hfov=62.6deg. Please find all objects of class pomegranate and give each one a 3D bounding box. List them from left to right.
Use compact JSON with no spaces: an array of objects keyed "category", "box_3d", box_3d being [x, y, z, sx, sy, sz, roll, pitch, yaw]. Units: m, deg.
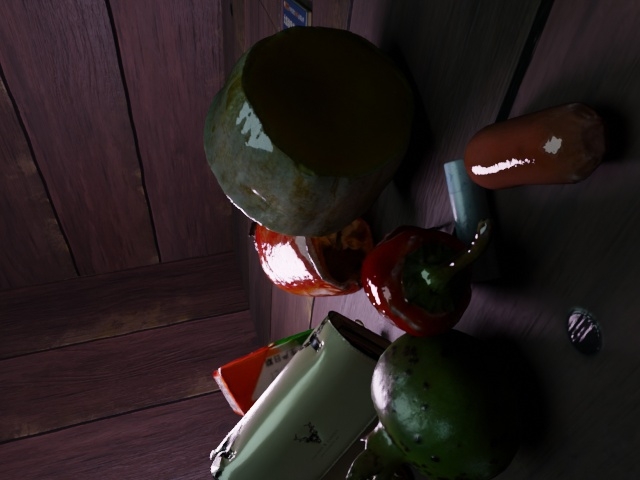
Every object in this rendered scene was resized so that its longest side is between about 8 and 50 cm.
[{"category":"pomegranate","box_3d":[0.141,0.229,0.694,0.211,0.263,0.211,55,176,6]}]

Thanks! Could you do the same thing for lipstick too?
[{"category":"lipstick","box_3d":[0.198,-0.027,0.686,0.048,0.048,0.158,169,90,-74]}]

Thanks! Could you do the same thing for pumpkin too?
[{"category":"pumpkin","box_3d":[0.000,-0.189,0.838,0.199,0.332,0.332,-41,59,56]}]

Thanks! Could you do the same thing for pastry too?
[{"category":"pastry","box_3d":[0.166,0.538,1.125,0.097,0.057,0.109,-114,22,-45]}]

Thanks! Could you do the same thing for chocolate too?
[{"category":"chocolate","box_3d":[-0.138,0.398,1.611,0.161,0.341,0.360,67,161,9]}]

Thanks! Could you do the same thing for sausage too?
[{"category":"sausage","box_3d":[0.215,-0.093,0.546,0.194,0.077,0.077,-167,68,-75]}]

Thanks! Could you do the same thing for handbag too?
[{"category":"handbag","box_3d":[-0.002,0.326,0.964,0.358,0.236,0.160,-52,27,9]}]

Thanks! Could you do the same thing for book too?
[{"category":"book","box_3d":[-0.067,-0.467,1.402,0.228,0.018,0.322,-120,25,-50]}]

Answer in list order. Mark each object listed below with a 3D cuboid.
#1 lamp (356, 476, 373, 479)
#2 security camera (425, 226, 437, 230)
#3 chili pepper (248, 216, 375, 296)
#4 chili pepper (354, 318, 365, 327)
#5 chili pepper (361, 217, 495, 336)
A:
[{"category":"lamp","box_3d":[0.040,0.504,1.210,0.250,0.250,0.284,168,83,-74]},{"category":"security camera","box_3d":[0.168,0.030,0.822,0.058,0.058,0.092,140,113,-72]},{"category":"chili pepper","box_3d":[0.000,0.000,1.159,0.305,0.229,0.251,-14,83,64]},{"category":"chili pepper","box_3d":[0.109,0.250,1.163,0.059,0.050,0.191,-134,25,-59]},{"category":"chili pepper","box_3d":[0.120,0.052,0.638,0.338,0.131,0.134,-51,-60,-87]}]
